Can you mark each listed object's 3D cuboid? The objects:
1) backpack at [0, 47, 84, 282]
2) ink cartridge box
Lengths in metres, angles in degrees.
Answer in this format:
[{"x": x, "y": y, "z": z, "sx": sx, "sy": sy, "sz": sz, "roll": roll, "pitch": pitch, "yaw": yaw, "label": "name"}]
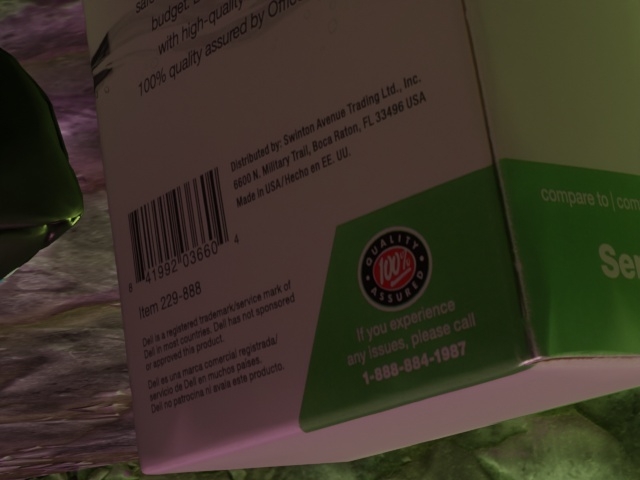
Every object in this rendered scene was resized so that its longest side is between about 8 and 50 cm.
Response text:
[{"x": -0.341, "y": 0.000, "z": 0.837, "sx": 0.290, "sy": 0.273, "sz": 0.355, "roll": -1, "pitch": 146, "yaw": -34, "label": "backpack"}, {"x": 0.015, "y": -0.069, "z": 0.599, "sx": 0.121, "sy": 0.289, "sz": 0.211, "roll": 4, "pitch": 162, "yaw": -42, "label": "ink cartridge box"}]
